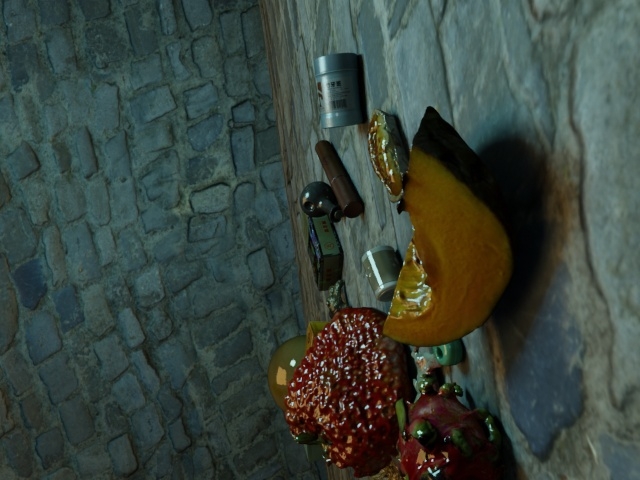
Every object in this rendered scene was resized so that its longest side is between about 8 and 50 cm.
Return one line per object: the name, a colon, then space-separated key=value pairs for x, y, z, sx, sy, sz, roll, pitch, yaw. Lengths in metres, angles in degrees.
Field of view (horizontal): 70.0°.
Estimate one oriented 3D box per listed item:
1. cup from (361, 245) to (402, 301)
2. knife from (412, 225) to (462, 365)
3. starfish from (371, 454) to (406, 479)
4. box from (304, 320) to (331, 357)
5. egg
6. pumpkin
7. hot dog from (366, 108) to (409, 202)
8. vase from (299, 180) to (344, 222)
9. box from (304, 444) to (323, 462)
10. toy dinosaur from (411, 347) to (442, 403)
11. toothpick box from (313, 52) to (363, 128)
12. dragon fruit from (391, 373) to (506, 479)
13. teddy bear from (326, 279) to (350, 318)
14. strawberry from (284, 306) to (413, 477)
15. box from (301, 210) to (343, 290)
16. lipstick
cup: x=0.133 y=0.080 z=0.959 sx=0.102 sy=0.074 sz=0.099 roll=94 pitch=164 yaw=-53
knife: x=0.190 y=0.077 z=0.769 sx=0.063 sy=0.034 sz=0.261 roll=115 pitch=149 yaw=-66
starfish: x=0.190 y=0.594 z=1.133 sx=0.303 sy=0.060 sz=0.299 roll=98 pitch=155 yaw=-42
box: x=0.038 y=0.373 z=1.325 sx=0.076 sy=0.174 sz=0.274 roll=-126 pitch=42 yaw=-68
egg: x=-0.057 y=0.549 z=1.813 sx=0.301 sy=0.300 sz=0.374 roll=-112 pitch=16 yaw=-53
pumpkin: x=0.178 y=-0.009 z=0.587 sx=0.169 sy=0.148 sz=0.312 roll=-49 pitch=-28 yaw=-45
hot dog: x=0.126 y=-0.160 z=0.857 sx=0.099 sy=0.053 sz=0.192 roll=119 pitch=139 yaw=-69
vase: x=0.012 y=-0.115 z=1.443 sx=0.183 sy=0.120 sz=0.120 roll=39 pitch=140 yaw=50
box: x=0.045 y=0.550 z=1.448 sx=0.225 sy=0.224 sz=0.118 roll=-127 pitch=31 yaw=-68
toy dinosaur: x=0.197 y=0.296 z=0.829 sx=0.167 sy=0.053 sz=0.242 roll=136 pitch=134 yaw=-70
toothpick box: x=0.042 y=-0.339 z=1.045 sx=0.101 sy=0.101 sz=0.153 roll=-137 pitch=39 yaw=-75
dragon fruit: x=0.178 y=0.293 z=0.673 sx=0.167 sy=0.160 sz=0.172 roll=60 pitch=-179 yaw=-27
teddy bear: x=0.054 y=0.218 z=1.530 sx=0.119 sy=0.077 sz=0.161 roll=-47 pitch=54 yaw=52
strawberry: x=0.088 y=0.327 z=1.042 sx=0.312 sy=0.267 sz=0.352 roll=11 pitch=80 yaw=47
box: x=0.000 y=0.000 z=1.645 sx=0.198 sy=0.084 sz=0.310 roll=93 pitch=165 yaw=-48
lipstick: x=0.046 y=-0.186 z=1.298 sx=0.357 sy=0.057 sz=0.057 roll=-110 pitch=15 yaw=-49
